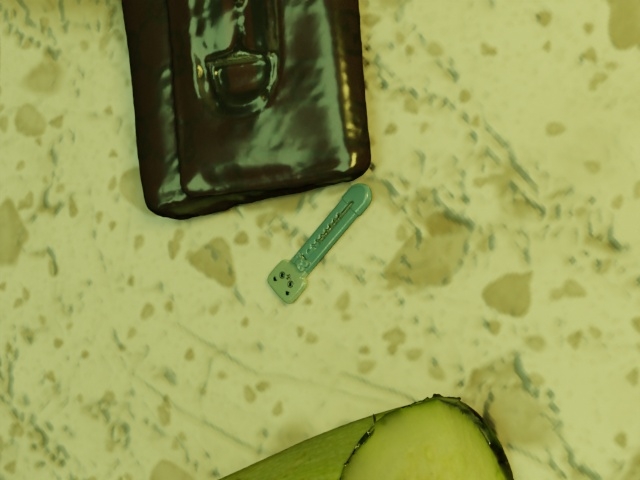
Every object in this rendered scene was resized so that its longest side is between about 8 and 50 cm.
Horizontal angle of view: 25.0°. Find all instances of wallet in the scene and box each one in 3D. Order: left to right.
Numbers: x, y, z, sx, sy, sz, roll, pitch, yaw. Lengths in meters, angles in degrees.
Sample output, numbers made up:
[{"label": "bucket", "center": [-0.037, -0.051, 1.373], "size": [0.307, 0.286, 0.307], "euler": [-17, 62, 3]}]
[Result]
[{"label": "wallet", "center": [-0.055, -0.137, 0.966], "size": [0.182, 0.049, 0.229], "euler": [-10, 81, 25]}]

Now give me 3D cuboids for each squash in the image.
[{"label": "squash", "center": [-0.034, 0.184, 0.872], "size": [0.288, 0.137, 0.137], "euler": [-17, 76, 28]}]

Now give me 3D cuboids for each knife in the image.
[{"label": "knife", "center": [0.000, 0.000, 0.940], "size": [0.096, 0.010, 0.027], "euler": [-50, 65, 15]}]
